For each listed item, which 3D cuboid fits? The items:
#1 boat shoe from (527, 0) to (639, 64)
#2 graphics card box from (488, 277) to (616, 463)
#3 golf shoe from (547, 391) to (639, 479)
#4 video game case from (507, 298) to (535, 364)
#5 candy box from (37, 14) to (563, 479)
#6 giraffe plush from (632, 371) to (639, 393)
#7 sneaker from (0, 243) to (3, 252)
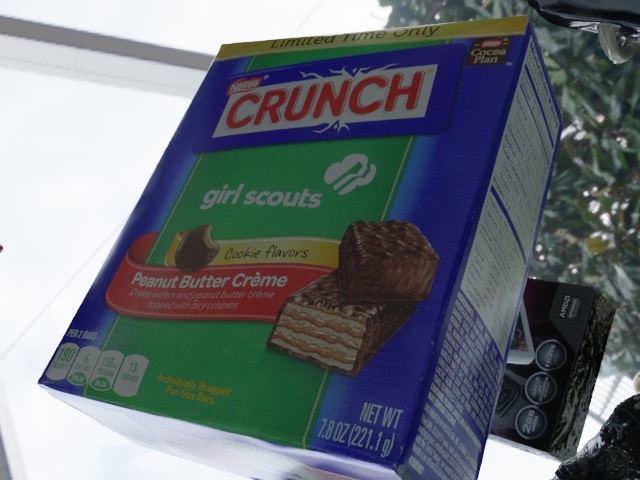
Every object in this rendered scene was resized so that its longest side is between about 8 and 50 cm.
[{"bbox_3d":[0.184,-0.124,0.314,0.340,0.158,0.127,42,-145,-33],"label":"boat shoe"},{"bbox_3d":[0.219,0.163,1.061,0.094,0.370,0.233,36,-109,-43],"label":"graphics card box"},{"bbox_3d":[0.280,0.182,0.626,0.093,0.198,0.077,-1,-129,-50],"label":"golf shoe"},{"bbox_3d":[0.135,0.055,0.811,0.190,0.022,0.173,6,-130,-6],"label":"video game case"},{"bbox_3d":[0.000,0.000,0.502,0.268,0.122,0.317,3,-124,31],"label":"candy box"},{"bbox_3d":[0.566,0.232,1.103,0.181,0.170,0.210,45,-159,-12],"label":"giraffe plush"},{"bbox_3d":[-0.379,-0.024,0.588,0.103,0.252,0.111,-43,-104,-8],"label":"sneaker"}]
